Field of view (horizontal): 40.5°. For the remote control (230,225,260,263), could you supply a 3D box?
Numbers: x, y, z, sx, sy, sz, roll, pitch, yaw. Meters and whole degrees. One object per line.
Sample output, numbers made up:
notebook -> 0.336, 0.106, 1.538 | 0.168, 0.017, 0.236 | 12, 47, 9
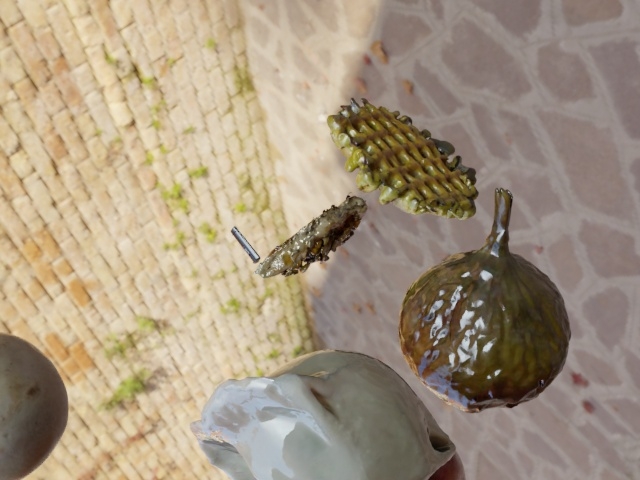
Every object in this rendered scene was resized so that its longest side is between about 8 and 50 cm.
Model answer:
remote control -> -0.162, 0.011, 1.852 | 0.091, 0.016, 0.034 | 51, 154, 9

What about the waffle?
waffle -> 0.155, -0.137, 1.550 | 0.329, 0.329, 0.062 | 47, 121, 16

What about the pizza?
pizza -> 0.000, 0.000, 1.487 | 0.069, 0.226, 0.147 | 52, 135, 6

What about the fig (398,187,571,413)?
fig -> 0.261, 0.079, 1.399 | 0.286, 0.286, 0.368 | 31, 136, 47

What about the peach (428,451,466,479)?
peach -> 0.086, 0.344, 1.232 | 0.243, 0.244, 0.199 | 19, 102, 59

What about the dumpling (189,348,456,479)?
dumpling -> -0.001, 0.152, 0.639 | 0.229, 0.151, 0.124 | 34, -145, -36

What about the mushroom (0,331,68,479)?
mushroom -> -0.613, 0.325, 1.603 | 0.297, 0.298, 0.290 | 46, 155, 18
